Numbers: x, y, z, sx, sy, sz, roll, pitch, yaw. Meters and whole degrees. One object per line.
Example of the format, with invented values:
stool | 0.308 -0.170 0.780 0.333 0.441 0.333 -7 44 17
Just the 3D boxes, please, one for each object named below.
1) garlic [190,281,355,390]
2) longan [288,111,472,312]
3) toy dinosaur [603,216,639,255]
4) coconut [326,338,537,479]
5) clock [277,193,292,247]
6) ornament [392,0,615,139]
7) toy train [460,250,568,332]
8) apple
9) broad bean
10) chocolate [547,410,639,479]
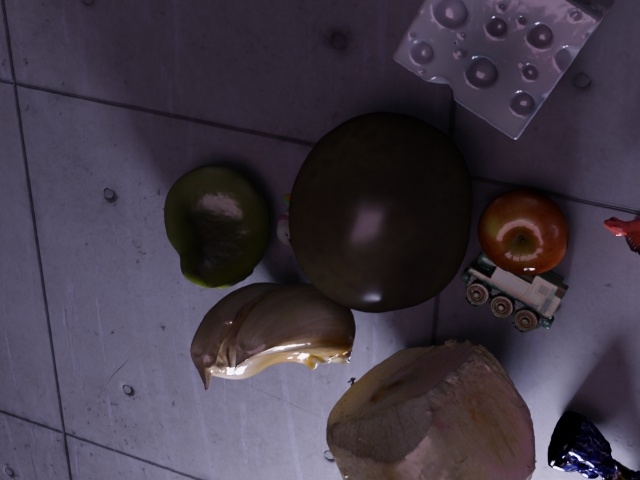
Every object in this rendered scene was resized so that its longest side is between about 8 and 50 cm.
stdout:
garlic | -0.090 0.189 2.142 0.286 0.313 0.249 35 114 54
longan | 0.114 -0.050 1.889 0.361 0.361 0.361 13 122 21
toy dinosaur | 0.612 -0.005 1.751 0.286 0.139 0.070 6 121 24
coconut | 0.230 0.414 2.044 0.405 0.404 0.404 13 122 21
clock | 0.000 0.000 2.100 0.144 0.103 0.231 -32 101 28
ornament | 0.300 -0.352 1.651 0.239 0.240 0.239 35 129 6
toy train | 0.362 0.087 1.980 0.194 0.081 0.125 30 117 12
apple | 0.362 -0.016 1.883 0.163 0.139 0.163 5 110 15
broad bean | -0.219 -0.026 2.189 0.238 0.119 0.291 26 125 13
chocolate | 0.598 0.471 2.063 0.343 0.126 0.148 33 90 -2
